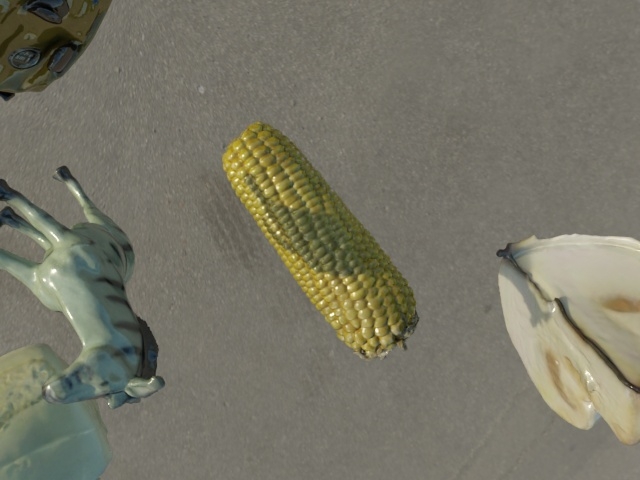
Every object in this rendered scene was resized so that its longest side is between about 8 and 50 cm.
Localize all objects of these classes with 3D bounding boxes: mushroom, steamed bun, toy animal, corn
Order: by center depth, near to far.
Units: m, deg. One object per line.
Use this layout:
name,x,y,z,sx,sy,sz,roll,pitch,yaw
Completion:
toy animal,-0.181,0.027,0.492,0.073,0.217,0.176,-44,103,6
mushroom,0.332,0.112,0.732,0.162,0.236,0.173,-23,136,-8
corn,0.000,0.000,0.737,0.106,0.106,0.305,-37,96,1
steamed bun,-0.505,0.351,1.098,0.290,0.272,0.273,-43,160,-29

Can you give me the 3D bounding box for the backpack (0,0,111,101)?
backpack,-0.516,-0.414,1.079,0.378,0.353,0.201,-44,74,20
